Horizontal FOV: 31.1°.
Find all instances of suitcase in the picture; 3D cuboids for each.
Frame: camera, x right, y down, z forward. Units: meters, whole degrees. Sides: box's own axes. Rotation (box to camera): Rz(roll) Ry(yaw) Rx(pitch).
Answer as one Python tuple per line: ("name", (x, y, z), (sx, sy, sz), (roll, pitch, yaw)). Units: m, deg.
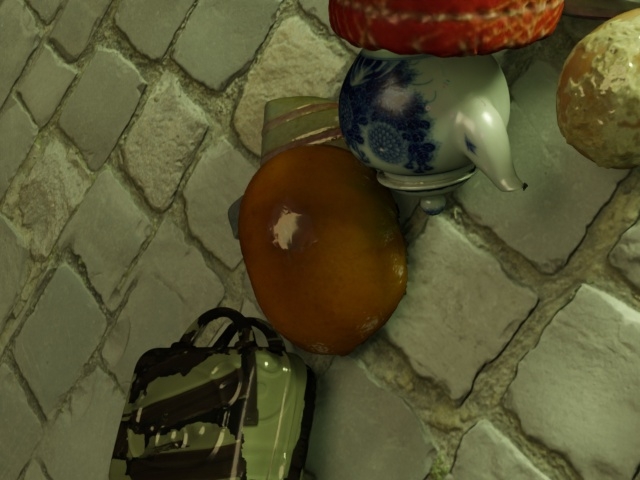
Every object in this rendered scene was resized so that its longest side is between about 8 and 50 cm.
("suitcase", (-0.160, 0.281, 1.877), (0.352, 0.194, 0.339), (-6, 65, 42))

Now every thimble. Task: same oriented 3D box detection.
("thimble", (0.178, -0.391, 1.568), (0.350, 0.350, 0.230), (27, 125, 46))

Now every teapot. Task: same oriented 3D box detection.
("teapot", (0.155, -0.168, 1.714), (0.424, 0.252, 0.280), (27, 131, 54))

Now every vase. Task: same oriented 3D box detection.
("vase", (0.424, -0.340, 1.611), (0.214, 0.086, 0.086), (26, 94, 41))

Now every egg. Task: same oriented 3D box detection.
("egg", (0.411, -0.200, 1.492), (0.233, 0.195, 0.195), (-50, 44, -9))

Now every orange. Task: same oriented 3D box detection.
("orange", (-0.004, -0.001, 1.798), (0.274, 0.274, 0.310), (-31, 41, 33))

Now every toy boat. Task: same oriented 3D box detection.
("toy boat", (-0.028, -0.138, 1.960), (0.276, 0.111, 0.293), (-1, 65, 36))
